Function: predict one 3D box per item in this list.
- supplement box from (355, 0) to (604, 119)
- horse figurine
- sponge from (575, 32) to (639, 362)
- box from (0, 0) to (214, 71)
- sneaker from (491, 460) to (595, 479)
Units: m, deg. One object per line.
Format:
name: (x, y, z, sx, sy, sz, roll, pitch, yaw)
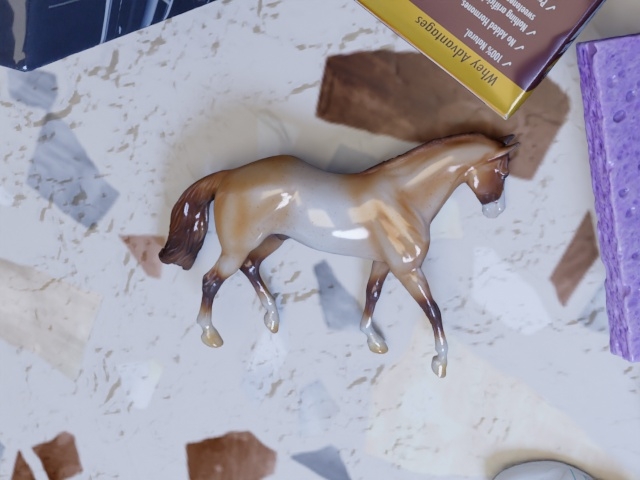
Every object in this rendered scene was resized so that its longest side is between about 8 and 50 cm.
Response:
supplement box: (0.108, -0.216, 0.819, 0.191, 0.129, 0.194, 39, 113, 2)
horse figurine: (0.000, 0.000, 0.955, 0.263, 0.066, 0.174, 8, 114, 12)
sponge: (0.233, -0.033, 0.863, 0.117, 0.031, 0.210, -13, 104, -13)
box: (-0.152, -0.289, 0.760, 0.179, 0.343, 0.313, 15, 111, 11)
sneaker: (0.192, 0.202, 0.962, 0.152, 0.061, 0.054, 15, 112, 13)
